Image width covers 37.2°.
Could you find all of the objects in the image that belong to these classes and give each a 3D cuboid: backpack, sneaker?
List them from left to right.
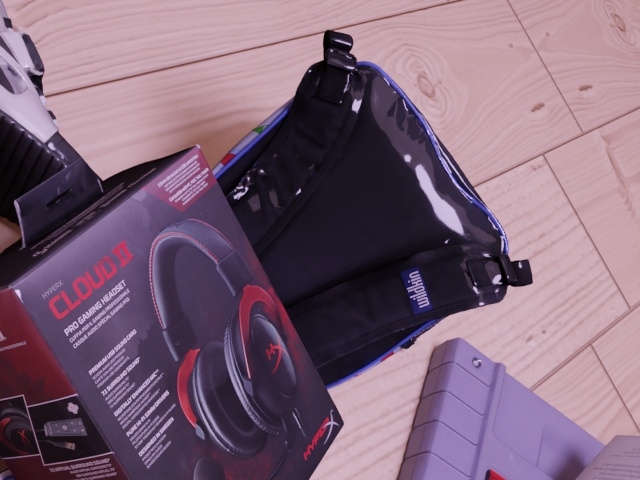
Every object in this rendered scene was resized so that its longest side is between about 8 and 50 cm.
[{"bbox_3d":[-0.280,-0.140,0.791,0.330,0.122,0.146,43,46,-10],"label":"sneaker"},{"bbox_3d":[0.000,0.000,0.865,0.263,0.213,0.276,-36,88,-4],"label":"backpack"}]

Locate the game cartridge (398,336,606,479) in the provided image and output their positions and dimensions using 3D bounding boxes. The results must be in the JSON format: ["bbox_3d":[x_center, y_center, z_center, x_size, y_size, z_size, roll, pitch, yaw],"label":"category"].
[{"bbox_3d":[0.242,0.291,1.030,0.355,0.068,0.230,36,46,-18],"label":"game cartridge"}]

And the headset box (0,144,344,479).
[{"bbox_3d":[-0.126,0.086,0.682,0.293,0.110,0.218,64,35,-16],"label":"headset box"}]

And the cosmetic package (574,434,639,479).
[{"bbox_3d":[0.268,0.368,0.879,0.365,0.155,0.197,-38,101,-29],"label":"cosmetic package"}]

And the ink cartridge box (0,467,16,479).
[{"bbox_3d":[-0.291,0.216,0.618,0.207,0.097,0.046,-23,83,-43],"label":"ink cartridge box"}]
